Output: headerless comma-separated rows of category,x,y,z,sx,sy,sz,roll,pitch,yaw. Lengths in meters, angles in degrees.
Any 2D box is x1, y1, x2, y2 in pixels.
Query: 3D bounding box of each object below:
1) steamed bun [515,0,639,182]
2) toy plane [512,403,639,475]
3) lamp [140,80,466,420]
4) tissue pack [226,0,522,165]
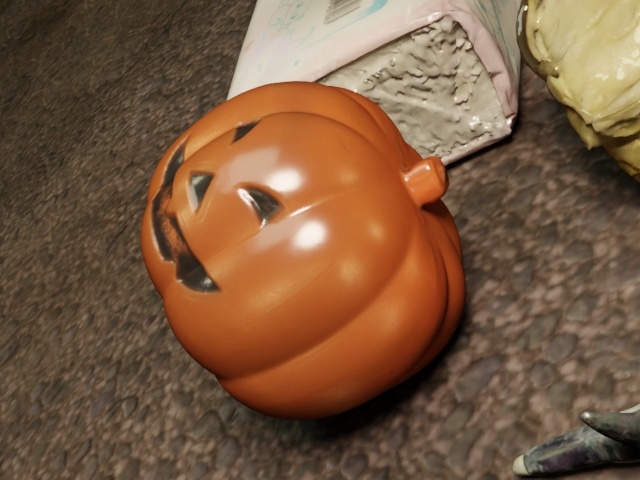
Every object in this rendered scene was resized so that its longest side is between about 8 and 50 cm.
steamed bun,0.213,-0.110,0.601,0.177,0.106,0.192,-47,39,22
toy plane,0.169,0.060,0.449,0.262,0.088,0.192,-25,61,35
lamp,0.000,0.000,0.632,0.164,0.187,0.188,-30,32,21
tissue pack,0.049,-0.162,0.846,0.201,0.124,0.271,-25,32,30
